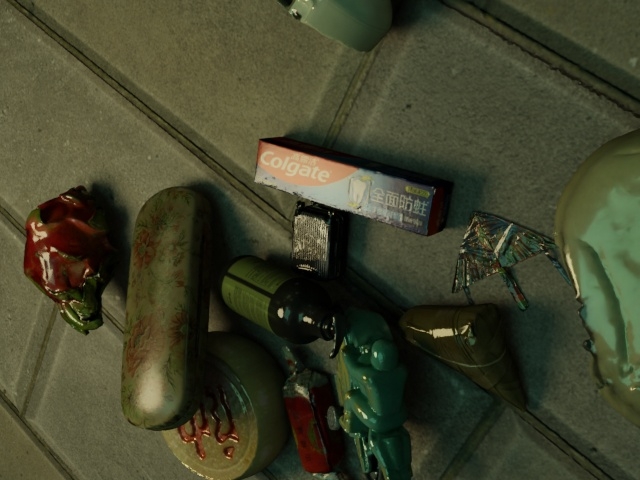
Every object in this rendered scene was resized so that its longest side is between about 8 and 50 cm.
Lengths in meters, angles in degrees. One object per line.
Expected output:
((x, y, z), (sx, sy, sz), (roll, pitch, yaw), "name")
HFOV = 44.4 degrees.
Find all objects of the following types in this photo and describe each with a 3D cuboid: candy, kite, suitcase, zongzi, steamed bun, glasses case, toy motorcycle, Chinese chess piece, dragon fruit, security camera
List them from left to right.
((-0.468, 0.032, 1.528), (0.200, 0.198, 0.269), (-44, 74, 7), "dragon fruit")
((-0.262, 0.108, 1.345), (0.156, 0.098, 0.425), (-15, 64, 31), "glasses case")
((-0.176, 0.296, 1.410), (0.270, 0.112, 0.270), (9, 106, 33), "Chinese chess piece")
((-0.009, 0.311, 1.326), (0.086, 0.059, 0.292), (-15, 91, 40), "candy")
((0.000, 0.000, 1.251), (0.086, 0.059, 0.126), (16, 111, 33), "suitcase")
((0.060, -0.395, 1.045), (0.194, 0.194, 0.236), (49, 118, 17), "security camera")
((0.080, 0.218, 1.174), (0.198, 0.109, 0.296), (134, 128, -65), "toy motorcycle")
((0.198, 0.175, 1.154), (0.189, 0.081, 0.178), (-5, 117, 46), "zongzi")
((0.251, 0.029, 1.108), (0.183, 0.010, 0.160), (-31, 84, 36), "kite")
((0.430, 0.032, 0.844), (0.312, 0.233, 0.333), (-8, 88, 25), "steamed bun")

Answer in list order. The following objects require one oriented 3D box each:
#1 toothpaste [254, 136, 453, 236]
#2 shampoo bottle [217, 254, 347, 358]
((0.042, -0.088, 1.197), (0.320, 0.066, 0.076), (18, 110, 30), "toothpaste")
((-0.053, 0.100, 1.234), (0.284, 0.101, 0.101), (20, 112, 51), "shampoo bottle")
